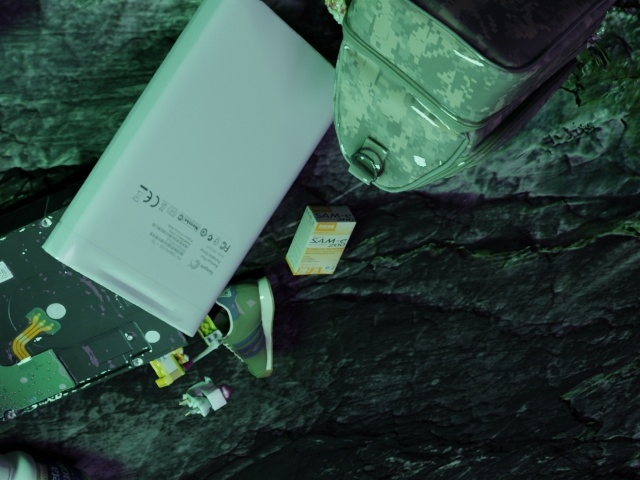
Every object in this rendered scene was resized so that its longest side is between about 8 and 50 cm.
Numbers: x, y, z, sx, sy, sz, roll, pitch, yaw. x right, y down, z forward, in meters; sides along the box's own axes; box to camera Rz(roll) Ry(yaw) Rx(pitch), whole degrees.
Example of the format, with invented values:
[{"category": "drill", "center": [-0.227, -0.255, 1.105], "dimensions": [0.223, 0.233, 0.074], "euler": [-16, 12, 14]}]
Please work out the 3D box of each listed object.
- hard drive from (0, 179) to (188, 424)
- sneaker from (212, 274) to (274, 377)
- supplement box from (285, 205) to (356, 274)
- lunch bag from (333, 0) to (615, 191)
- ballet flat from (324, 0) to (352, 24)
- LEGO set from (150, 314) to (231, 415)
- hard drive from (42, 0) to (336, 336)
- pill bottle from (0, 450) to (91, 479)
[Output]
[{"category": "hard drive", "center": [-0.358, 0.088, 1.634], "dimensions": [0.339, 0.064, 0.237], "euler": [-24, 120, 8]}, {"category": "sneaker", "center": [-0.111, 0.122, 1.891], "dimensions": [0.086, 0.064, 0.192], "euler": [-7, 137, -10]}, {"category": "supplement box", "center": [0.000, 0.000, 1.831], "dimensions": [0.062, 0.036, 0.098], "euler": [-1, 134, -28]}, {"category": "lunch bag", "center": [0.159, -0.210, 1.496], "dimensions": [0.305, 0.212, 0.256], "euler": [-42, 168, -40]}, {"category": "ballet flat", "center": [0.064, -0.326, 1.479], "dimensions": [0.091, 0.077, 0.241], "euler": [-8, 137, -20]}, {"category": "LEGO set", "center": [-0.196, 0.083, 1.772], "dimensions": [0.107, 0.132, 0.287], "euler": [-34, 115, -23]}, {"category": "hard drive", "center": [-0.129, -0.088, 1.541], "dimensions": [0.233, 0.047, 0.353], "euler": [36, 85, -46]}, {"category": "pill bottle", "center": [-0.414, 0.353, 1.949], "dimensions": [0.094, 0.094, 0.169], "euler": [-42, 138, 18]}]
